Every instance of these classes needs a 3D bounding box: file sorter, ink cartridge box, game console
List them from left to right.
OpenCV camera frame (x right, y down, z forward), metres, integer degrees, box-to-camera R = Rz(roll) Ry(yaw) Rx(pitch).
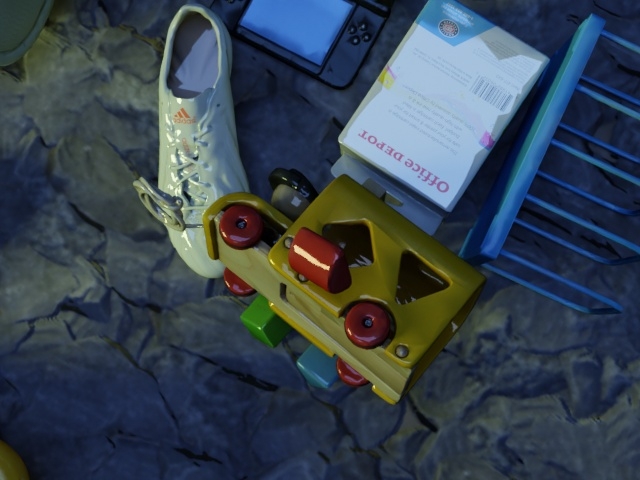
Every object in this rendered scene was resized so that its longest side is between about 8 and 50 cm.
[{"bbox_3d":[-0.010,-0.185,0.814,0.122,0.071,0.107,28,86,5],"label":"game console"},{"bbox_3d":[0.078,-0.082,0.791,0.092,0.090,0.143,34,88,5],"label":"ink cartridge box"},{"bbox_3d":[0.181,-0.043,0.770,0.104,0.118,0.170,26,86,2],"label":"file sorter"}]

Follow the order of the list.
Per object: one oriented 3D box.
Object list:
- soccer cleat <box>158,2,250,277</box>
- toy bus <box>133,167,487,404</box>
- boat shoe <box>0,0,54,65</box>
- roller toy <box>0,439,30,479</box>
[{"bbox_3d":[-0.087,-0.071,0.803,0.068,0.076,0.196,-4,85,2],"label":"soccer cleat"},{"bbox_3d":[0.009,0.009,0.732,0.104,0.191,0.202,-48,123,-19],"label":"toy bus"},{"bbox_3d":[-0.222,-0.295,0.813,0.113,0.127,0.340,15,87,25],"label":"boat shoe"},{"bbox_3d":[-0.311,0.189,0.752,0.209,0.146,0.191,24,86,4],"label":"roller toy"}]
